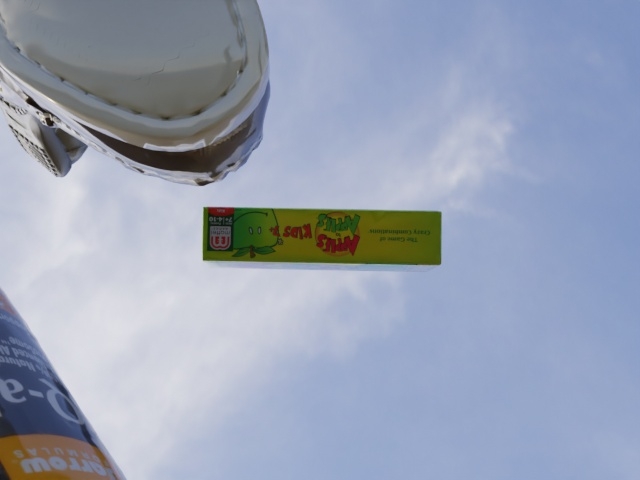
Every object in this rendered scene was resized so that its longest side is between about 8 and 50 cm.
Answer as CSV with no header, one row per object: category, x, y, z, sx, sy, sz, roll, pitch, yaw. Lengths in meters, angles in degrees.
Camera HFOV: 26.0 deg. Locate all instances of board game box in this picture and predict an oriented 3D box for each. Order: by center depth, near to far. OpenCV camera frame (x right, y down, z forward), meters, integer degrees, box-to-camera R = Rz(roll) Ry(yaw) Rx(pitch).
board game box,0.000,0.000,1.091,0.181,0.092,0.043,1,-94,-2

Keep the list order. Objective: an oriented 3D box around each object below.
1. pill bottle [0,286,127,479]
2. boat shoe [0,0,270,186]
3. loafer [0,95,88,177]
pill bottle,-0.171,0.141,0.662,0.162,0.278,0.162,-23,-43,-24
boat shoe,-0.126,-0.114,0.677,0.116,0.324,0.097,-36,-39,-20
loafer,-0.166,-0.095,0.812,0.056,0.148,0.050,35,-110,18
